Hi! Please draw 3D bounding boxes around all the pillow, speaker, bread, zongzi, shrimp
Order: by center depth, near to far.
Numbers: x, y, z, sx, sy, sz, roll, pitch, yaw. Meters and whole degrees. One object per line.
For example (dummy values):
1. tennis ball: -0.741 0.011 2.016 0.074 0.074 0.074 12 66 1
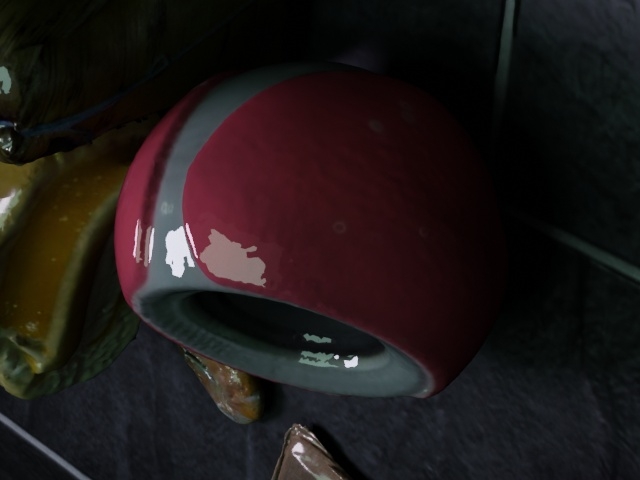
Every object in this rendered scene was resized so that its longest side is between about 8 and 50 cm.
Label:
1. zongzi: -0.131 -0.243 1.339 0.160 0.323 0.360 35 129 21
2. speaker: 0.000 0.000 1.364 0.294 0.294 0.294 25 128 37
3. pillow: 0.033 0.268 1.665 0.211 0.034 0.135 38 131 25
4. bread: -0.300 -0.063 1.684 0.341 0.210 0.300 55 137 27
5. shrimp: -0.118 0.097 1.728 0.190 0.042 0.101 49 146 15
